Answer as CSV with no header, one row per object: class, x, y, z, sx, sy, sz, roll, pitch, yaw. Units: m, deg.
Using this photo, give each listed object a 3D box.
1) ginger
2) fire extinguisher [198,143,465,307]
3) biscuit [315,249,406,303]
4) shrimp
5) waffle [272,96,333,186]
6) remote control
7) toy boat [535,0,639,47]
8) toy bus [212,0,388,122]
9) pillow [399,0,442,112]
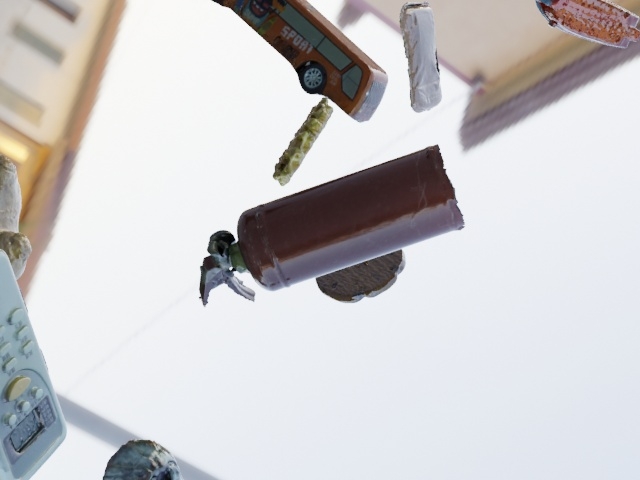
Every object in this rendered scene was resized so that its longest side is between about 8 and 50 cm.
ginger,-0.605,-0.021,2.210,0.221,0.130,0.275,18,-86,45
fire extinguisher,0.000,0.000,1.425,0.337,0.147,0.106,-18,-125,6
biscuit,0.086,0.061,2.649,0.212,0.036,0.212,-14,-144,11
shrimp,-0.194,0.449,1.660,0.137,0.372,0.172,-30,-167,-34
waffle,-0.034,-0.179,2.217,0.191,0.038,0.191,-56,-173,10
remote control,-0.388,0.153,1.452,0.056,0.296,0.140,3,-150,24
toy boat,0.398,-0.340,1.821,0.059,0.173,0.069,-106,-146,-69
toy bus,-0.066,-0.329,1.777,0.092,0.409,0.093,-51,164,16
pillow,0.193,-0.352,2.319,0.034,0.211,0.135,-1,-169,29
